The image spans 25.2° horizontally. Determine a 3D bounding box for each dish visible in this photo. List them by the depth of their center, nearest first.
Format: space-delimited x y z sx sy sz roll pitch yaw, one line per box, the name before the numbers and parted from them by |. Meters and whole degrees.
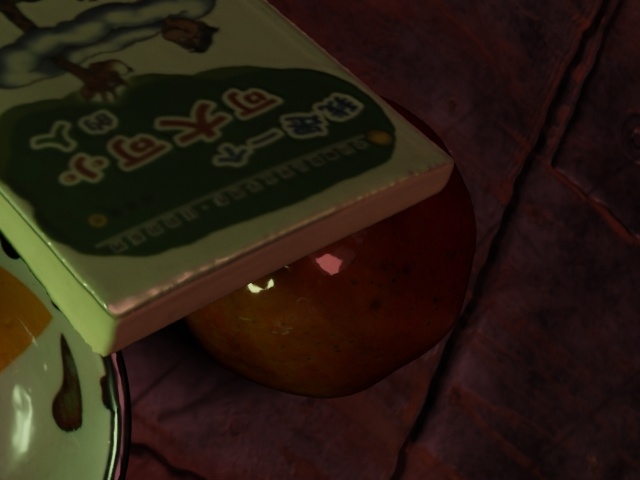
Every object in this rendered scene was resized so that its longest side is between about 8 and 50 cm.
dish | -0.263 0.117 0.894 0.303 0.120 0.303 2 86 -30

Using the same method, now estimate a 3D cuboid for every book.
book | -0.131 -0.106 0.907 0.260 0.043 0.371 -26 55 -32

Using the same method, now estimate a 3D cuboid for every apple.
apple | 0.000 -0.002 1.016 0.234 0.234 0.234 3 84 -33
